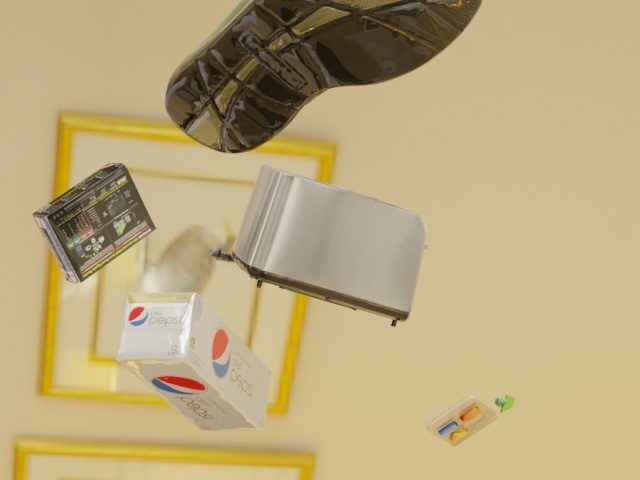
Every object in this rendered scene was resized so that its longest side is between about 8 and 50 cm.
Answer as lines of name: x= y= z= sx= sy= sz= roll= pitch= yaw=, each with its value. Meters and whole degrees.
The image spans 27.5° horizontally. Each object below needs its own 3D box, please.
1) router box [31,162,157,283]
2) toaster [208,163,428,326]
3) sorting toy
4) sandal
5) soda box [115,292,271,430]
router box: x=-0.261 y=-0.022 z=1.518 sx=0.038 sy=0.122 sz=0.092 roll=8 pitch=-52 yaw=50
toaster: x=0.000 y=0.000 z=1.260 sx=0.168 sy=0.185 sz=0.110 roll=-151 pitch=-103 yaw=-80
sorting toy: x=0.150 y=0.171 z=1.277 sx=0.062 sy=0.083 sz=0.012 roll=39 pitch=19 yaw=-50
sandal: x=-0.007 y=-0.166 z=1.002 sx=0.303 sy=0.120 sz=0.086 roll=-23 pitch=-151 yaw=39
soda box: x=-0.119 y=0.122 z=1.280 sx=0.216 sy=0.074 sz=0.069 roll=55 pitch=37 yaw=-59
